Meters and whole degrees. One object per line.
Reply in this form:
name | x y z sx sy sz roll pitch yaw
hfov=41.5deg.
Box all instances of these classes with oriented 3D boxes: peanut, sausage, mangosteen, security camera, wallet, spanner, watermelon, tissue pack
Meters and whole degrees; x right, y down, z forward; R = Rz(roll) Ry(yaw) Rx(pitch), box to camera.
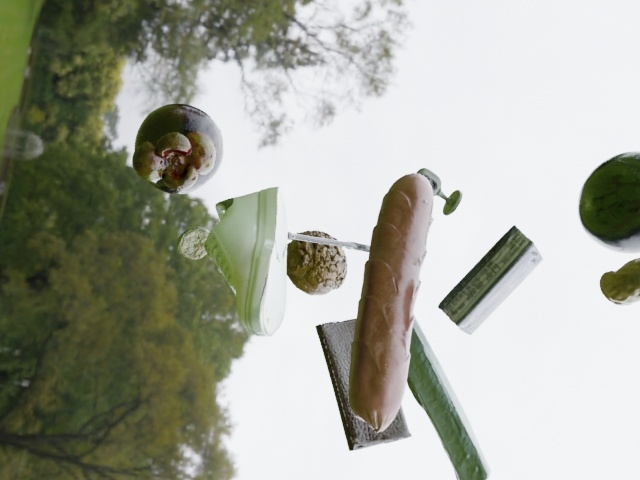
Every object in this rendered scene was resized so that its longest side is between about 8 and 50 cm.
peanut | 0.602 0.069 1.516 0.083 0.194 0.093 -69 139 -64
sausage | 0.101 0.064 1.188 0.088 0.088 0.433 128 -19 -53
mangosteen | -0.303 -0.195 1.816 0.210 0.209 0.210 -166 -90 -73
security camera | 0.207 -0.091 1.533 0.058 0.092 0.058 -53 -164 22
wallet | 0.078 0.266 1.592 0.039 0.132 0.243 -46 -124 59
spanner | 0.000 0.000 1.386 0.054 0.254 0.015 10 -89 40
watermelon | 0.717 -0.086 1.944 0.242 0.242 0.242 -166 -90 -73
tissue pack | 0.240 0.059 1.184 0.156 0.112 0.051 -47 -114 5

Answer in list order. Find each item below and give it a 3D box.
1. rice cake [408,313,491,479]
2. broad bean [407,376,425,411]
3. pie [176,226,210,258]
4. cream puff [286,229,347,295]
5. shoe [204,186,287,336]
rice cake | 0.187 0.248 1.407 0.336 0.063 0.066 66 10 17
broad bean | 0.209 0.279 1.913 0.067 0.075 0.325 -41 -124 17
pie | -0.272 0.005 1.840 0.021 0.084 0.084 54 -50 49
cream puff | -0.009 0.040 1.834 0.165 0.150 0.115 46 -61 33
shoe | -0.104 0.030 1.141 0.265 0.110 0.095 -85 166 -50
